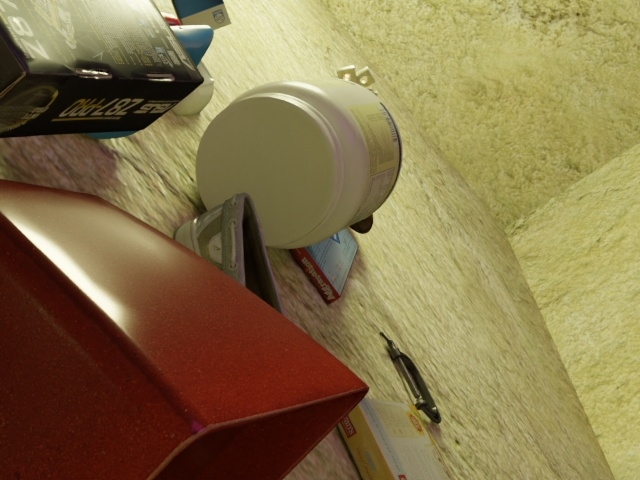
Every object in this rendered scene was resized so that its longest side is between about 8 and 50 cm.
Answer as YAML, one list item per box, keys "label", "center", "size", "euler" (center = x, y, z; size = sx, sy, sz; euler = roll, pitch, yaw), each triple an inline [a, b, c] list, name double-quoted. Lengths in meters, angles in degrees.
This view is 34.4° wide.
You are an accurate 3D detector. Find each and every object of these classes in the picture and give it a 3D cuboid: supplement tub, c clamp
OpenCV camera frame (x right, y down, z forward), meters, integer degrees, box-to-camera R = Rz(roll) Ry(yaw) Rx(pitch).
- label: "supplement tub"
  center: [-0.025, -0.116, 1.503]
  size: [0.235, 0.235, 0.325]
  euler: [57, 20, 2]
- label: "c clamp"
  center: [0.154, 0.239, 1.760]
  size: [0.161, 0.022, 0.137]
  euler: [62, 12, 25]

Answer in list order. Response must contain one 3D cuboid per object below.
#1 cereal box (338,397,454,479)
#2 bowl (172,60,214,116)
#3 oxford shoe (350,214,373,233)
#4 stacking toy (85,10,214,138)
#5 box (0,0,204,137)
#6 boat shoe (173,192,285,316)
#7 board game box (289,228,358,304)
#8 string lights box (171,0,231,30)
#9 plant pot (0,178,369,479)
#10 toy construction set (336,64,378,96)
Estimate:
- label: "cereal box"
  center: [0.113, 0.307, 1.445]
  size: [0.240, 0.047, 0.173]
  euler: [24, 36, -62]
- label: "bowl"
  center: [-0.218, -0.262, 1.582]
  size: [0.142, 0.053, 0.142]
  euler: [57, 16, -4]
- label: "oxford shoe"
  center: [0.041, -0.099, 2.012]
  size: [0.096, 0.083, 0.227]
  euler: [68, 1, -53]
- label: "stacking toy"
  center: [-0.296, -0.282, 1.258]
  size: [0.302, 0.166, 0.175]
  euler: [47, 28, 10]
- label: "box"
  center: [-0.285, -0.271, 0.849]
  size: [0.395, 0.097, 0.318]
  euler: [57, 15, 2]
- label: "boat shoe"
  center: [-0.075, 0.090, 1.214]
  size: [0.118, 0.103, 0.320]
  euler: [33, 28, -55]
- label: "board game box"
  center: [0.000, 0.000, 1.754]
  size: [0.145, 0.027, 0.281]
  euler: [55, 16, -9]
- label: "string lights box"
  center: [-0.221, -0.451, 1.604]
  size: [0.133, 0.077, 0.260]
  euler: [-120, -170, -71]
- label: "plant pot"
  center: [-0.172, 0.106, 0.656]
  size: [0.236, 0.267, 0.267]
  euler: [48, 13, 17]
- label: "toy construction set"
  center: [0.017, -0.206, 1.840]
  size: [0.151, 0.215, 0.328]
  euler: [38, 25, -21]
